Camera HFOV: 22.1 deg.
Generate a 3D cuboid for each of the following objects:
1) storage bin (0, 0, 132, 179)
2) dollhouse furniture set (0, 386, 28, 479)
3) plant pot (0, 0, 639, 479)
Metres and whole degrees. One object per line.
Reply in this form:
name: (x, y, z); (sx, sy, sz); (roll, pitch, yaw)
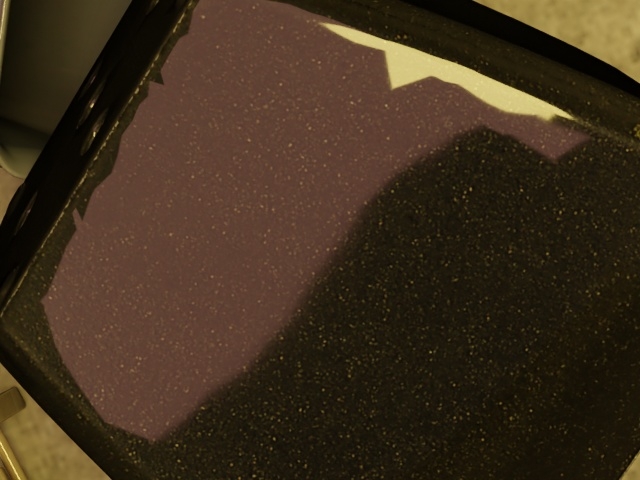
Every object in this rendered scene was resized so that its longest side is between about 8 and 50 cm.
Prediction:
storage bin: (-0.106, -0.096, 0.597); (0.091, 0.098, 0.135); (15, 99, 36)
dollhouse furniture set: (-0.145, 0.174, 0.601); (0.129, 0.129, 0.184); (-27, 91, 11)
plant pot: (0.000, 0.000, 0.506); (0.167, 0.188, 0.187); (30, 100, -16)
